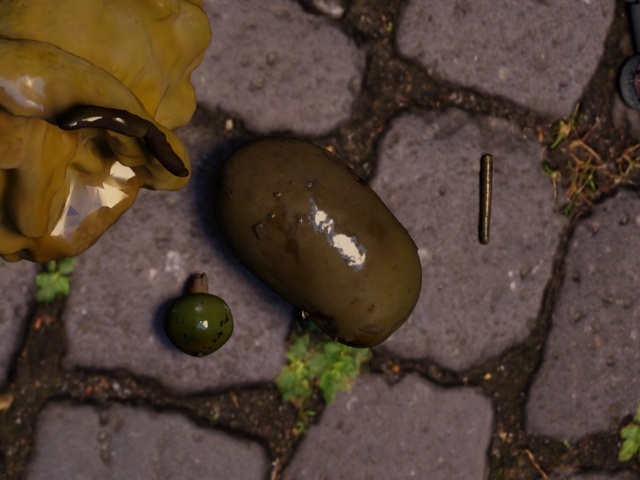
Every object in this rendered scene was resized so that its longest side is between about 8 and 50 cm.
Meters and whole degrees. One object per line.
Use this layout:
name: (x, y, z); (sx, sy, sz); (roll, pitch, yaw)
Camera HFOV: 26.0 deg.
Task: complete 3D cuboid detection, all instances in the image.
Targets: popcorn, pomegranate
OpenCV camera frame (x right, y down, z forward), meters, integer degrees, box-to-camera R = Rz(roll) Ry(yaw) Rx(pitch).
popcorn: (-0.246, -0.141, 1.230); (0.349, 0.382, 0.349); (-11, 113, -25)
pomegranate: (-0.132, 0.080, 1.452); (0.073, 0.073, 0.084); (-28, 68, -20)

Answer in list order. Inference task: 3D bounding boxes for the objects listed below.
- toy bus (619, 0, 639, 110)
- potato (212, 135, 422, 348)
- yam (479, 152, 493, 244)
toy bus: (0.499, -0.267, 1.654); (0.232, 0.197, 0.294); (-13, 98, -34)
potato: (0.000, 0.000, 1.449); (0.262, 0.165, 0.165); (45, 76, -21)
yam: (0.193, -0.048, 1.617); (0.014, 0.014, 0.107); (0, 94, -25)
